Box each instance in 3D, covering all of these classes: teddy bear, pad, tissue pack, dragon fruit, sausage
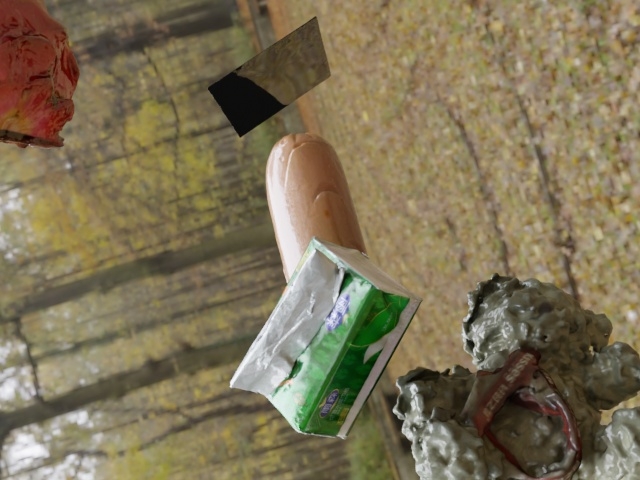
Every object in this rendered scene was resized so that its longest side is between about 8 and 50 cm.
[{"bbox_3d":[0.272,0.181,1.341,0.224,0.357,0.368,91,176,-55],"label":"teddy bear"},{"bbox_3d":[-0.048,-0.167,1.059,0.004,0.127,0.190,56,179,10],"label":"pad"},{"bbox_3d":[-0.005,0.117,1.254,0.156,0.209,0.148,19,-166,-45],"label":"tissue pack"},{"bbox_3d":[-0.290,-0.169,0.826,0.261,0.163,0.189,-25,-65,-73],"label":"dragon fruit"},{"bbox_3d":[0.000,-0.001,1.415,0.121,0.121,0.304,121,136,-86],"label":"sausage"}]
